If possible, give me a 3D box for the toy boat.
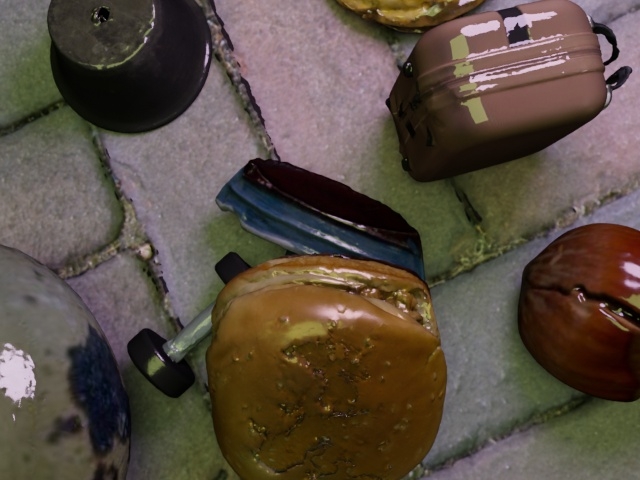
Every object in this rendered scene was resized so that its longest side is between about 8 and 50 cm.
[{"bbox_3d":[0.000,0.000,1.108,0.309,0.129,0.142,25,121,9],"label":"toy boat"}]

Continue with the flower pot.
[{"bbox_3d":[-0.274,-0.277,1.139,0.235,0.148,0.235,0,82,3],"label":"flower pot"}]

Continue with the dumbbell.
[{"bbox_3d":[-0.153,0.110,1.110,0.191,0.100,0.100,-42,83,-3],"label":"dumbbell"}]

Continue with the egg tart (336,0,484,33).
[{"bbox_3d":[0.123,-0.432,1.145,0.297,0.132,0.297,-1,81,9],"label":"egg tart"}]

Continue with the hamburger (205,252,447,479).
[{"bbox_3d":[0.007,0.165,1.018,0.284,0.174,0.304,-4,122,-3],"label":"hamburger"}]

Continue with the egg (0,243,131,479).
[{"bbox_3d":[-0.402,0.209,0.997,0.345,0.345,0.428,-15,67,2],"label":"egg"}]

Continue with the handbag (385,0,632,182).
[{"bbox_3d":[0.233,-0.179,1.022,0.283,0.302,0.149,-13,84,-3],"label":"handbag"}]

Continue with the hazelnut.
[{"bbox_3d":[0.351,0.085,1.042,0.181,0.181,0.212,26,96,-14],"label":"hazelnut"}]
